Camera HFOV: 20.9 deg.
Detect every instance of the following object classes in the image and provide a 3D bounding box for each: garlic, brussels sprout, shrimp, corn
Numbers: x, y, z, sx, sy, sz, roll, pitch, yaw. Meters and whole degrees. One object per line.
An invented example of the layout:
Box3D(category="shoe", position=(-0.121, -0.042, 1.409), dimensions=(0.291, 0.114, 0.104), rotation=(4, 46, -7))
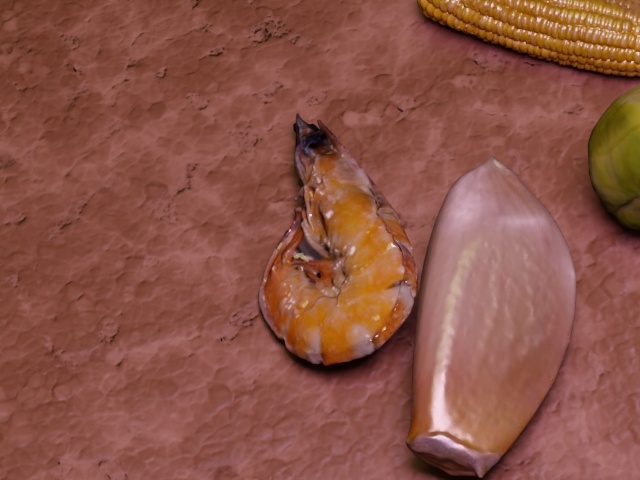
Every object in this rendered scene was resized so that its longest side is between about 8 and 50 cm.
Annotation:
Box3D(category="garlic", position=(0.157, 0.078, 1.621), dimensions=(0.143, 0.112, 0.318), rotation=(17, 56, -8))
Box3D(category="brussels sprout", position=(0.361, -0.093, 1.657), dimensions=(0.223, 0.223, 0.161), rotation=(-19, 71, -5))
Box3D(category="shrimp", position=(0.000, 0.000, 1.719), dimensions=(0.164, 0.062, 0.317), rotation=(-30, 46, 9))
Box3D(category="corn", position=(0.239, -0.241, 1.835), dimensions=(0.291, 0.101, 0.101), rotation=(19, 61, 14))
